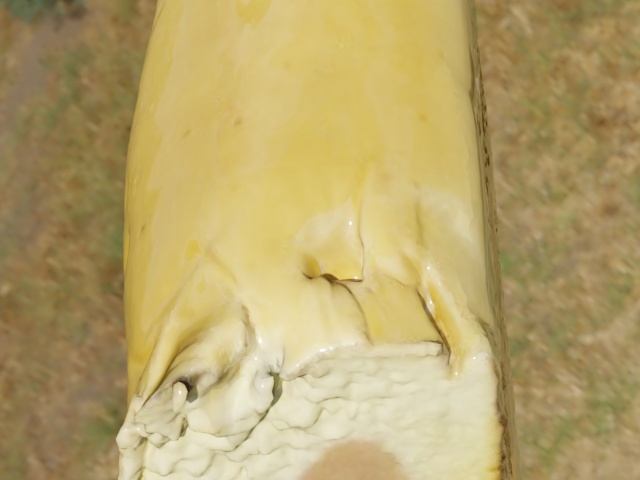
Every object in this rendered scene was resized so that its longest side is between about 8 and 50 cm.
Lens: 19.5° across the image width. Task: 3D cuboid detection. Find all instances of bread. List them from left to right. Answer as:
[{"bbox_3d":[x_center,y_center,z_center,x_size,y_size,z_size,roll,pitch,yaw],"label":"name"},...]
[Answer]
[{"bbox_3d":[-0.002,0.001,0.431,0.085,0.134,0.173,-6,50,7],"label":"bread"}]
